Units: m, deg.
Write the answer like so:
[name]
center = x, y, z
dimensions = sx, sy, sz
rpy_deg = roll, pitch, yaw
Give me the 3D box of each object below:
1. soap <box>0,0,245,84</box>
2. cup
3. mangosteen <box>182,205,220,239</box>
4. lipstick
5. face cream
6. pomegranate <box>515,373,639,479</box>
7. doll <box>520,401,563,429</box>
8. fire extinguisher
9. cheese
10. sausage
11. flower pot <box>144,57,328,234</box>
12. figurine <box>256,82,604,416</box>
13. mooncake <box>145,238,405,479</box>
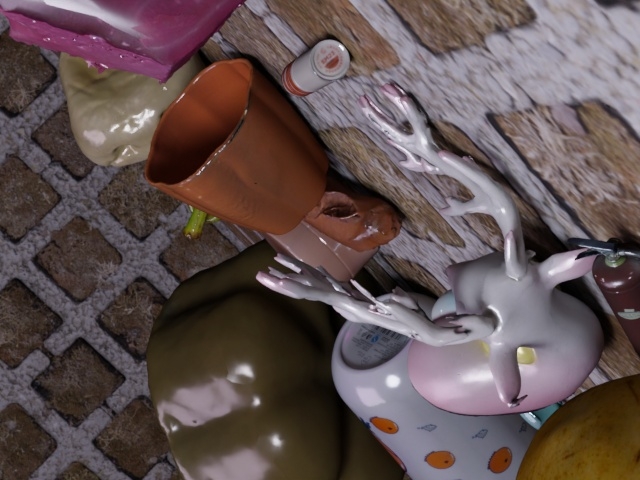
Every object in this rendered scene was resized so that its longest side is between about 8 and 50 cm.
[soap]
center = -0.201, -0.271, 0.800
dimensions = 0.325, 0.220, 0.127
rpy_deg = 45, 163, -6
[cup]
center = 0.166, 0.231, 1.560
dimensions = 0.317, 0.212, 0.212
rpy_deg = 51, 169, -33
[mangosteen]
center = -0.161, -0.101, 1.559
dimensions = 0.156, 0.181, 0.146
rpy_deg = 15, 140, 36
[lipstick]
center = -0.006, -0.162, 0.990
dimensions = 0.038, 0.038, 0.131
rpy_deg = 45, 172, -11
[face cream]
center = 0.000, 0.000, 1.547
dimensions = 0.149, 0.104, 0.149
rpy_deg = 43, 172, 7
[pomegranate]
center = 0.278, 0.228, 0.799
dimensions = 0.264, 0.264, 0.264
rpy_deg = 43, 172, 8
[doll]
center = 0.246, 0.173, 1.391
dimensions = 0.158, 0.059, 0.159
rpy_deg = 37, 171, 37
[fire extinguisher]
center = 0.247, 0.047, 0.804
dimensions = 0.064, 0.043, 0.158
rpy_deg = -3, 142, 36
[cheese]
center = -0.263, -0.209, 1.432
dimensions = 0.235, 0.218, 0.117
rpy_deg = 16, 166, 23
[sausage]
center = -0.005, -0.061, 1.364
dimensions = 0.326, 0.079, 0.087
rpy_deg = 36, 143, 45
[flower pot]
center = -0.090, -0.102, 1.267
dimensions = 0.173, 0.190, 0.190
rpy_deg = 34, 179, -35
[figurine]
center = 0.116, 0.050, 0.954
dimensions = 0.284, 0.206, 0.316
rpy_deg = 30, 163, 18
[mooncake]
center = -0.050, 0.232, 1.703
dimensions = 0.467, 0.262, 0.467
rpy_deg = 34, -136, -41
